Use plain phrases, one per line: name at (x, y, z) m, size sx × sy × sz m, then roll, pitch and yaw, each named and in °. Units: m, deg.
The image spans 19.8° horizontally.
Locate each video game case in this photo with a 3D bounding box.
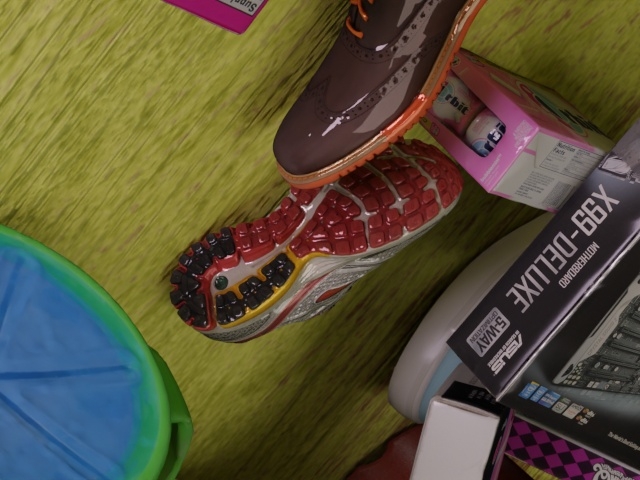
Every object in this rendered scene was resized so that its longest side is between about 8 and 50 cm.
video game case at (0.255, 0.208, 1.667) m, size 0.210 × 0.232 × 0.042 m, roll -139°, pitch -105°, yaw -88°

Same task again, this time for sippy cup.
sippy cup at (-0.241, 0.139, 1.098) m, size 0.224 × 0.305 × 0.240 m, roll -52°, pitch -165°, yaw 33°

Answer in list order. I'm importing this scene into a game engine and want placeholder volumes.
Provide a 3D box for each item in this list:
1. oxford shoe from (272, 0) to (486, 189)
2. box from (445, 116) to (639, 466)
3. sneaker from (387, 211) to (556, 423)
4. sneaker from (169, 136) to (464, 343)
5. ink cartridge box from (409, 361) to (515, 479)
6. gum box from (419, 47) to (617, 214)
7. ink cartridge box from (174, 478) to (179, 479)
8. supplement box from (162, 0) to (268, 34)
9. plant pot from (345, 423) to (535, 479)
oxford shoe at (0.045, -0.156, 1.202) m, size 0.098 × 0.097 × 0.271 m, roll 33°, pitch 97°, yaw -39°
box at (0.276, 0.054, 1.465) m, size 0.242 × 0.076 × 0.307 m, roll -50°, pitch 139°, yaw 11°
sneaker at (0.230, 0.059, 1.602) m, size 0.366 × 0.150 × 0.135 m, roll -38°, pitch 148°, yaw -10°
sneaker at (0.000, 0.000, 1.328) m, size 0.225 × 0.088 × 0.093 m, roll -28°, pitch 156°, yaw 2°
ink cartridge box at (0.082, 0.292, 1.494) m, size 0.176 × 0.069 × 0.371 m, roll -26°, pitch 133°, yaw -77°
gum box at (0.151, -0.079, 1.381) m, size 0.062 × 0.107 × 0.188 m, roll -53°, pitch 148°, yaw 16°
ink cartridge box at (-0.063, 0.326, 1.510) m, size 0.353 × 0.207 × 0.119 m, roll 97°, pitch 16°, yaw -48°
supplement box at (-0.038, -0.235, 0.963) m, size 0.220 × 0.111 × 0.114 m, roll -51°, pitch 150°, yaw 13°
plant pot at (0.149, 0.324, 1.720) m, size 0.272 × 0.265 × 0.272 m, roll -30°, pitch 147°, yaw -21°
